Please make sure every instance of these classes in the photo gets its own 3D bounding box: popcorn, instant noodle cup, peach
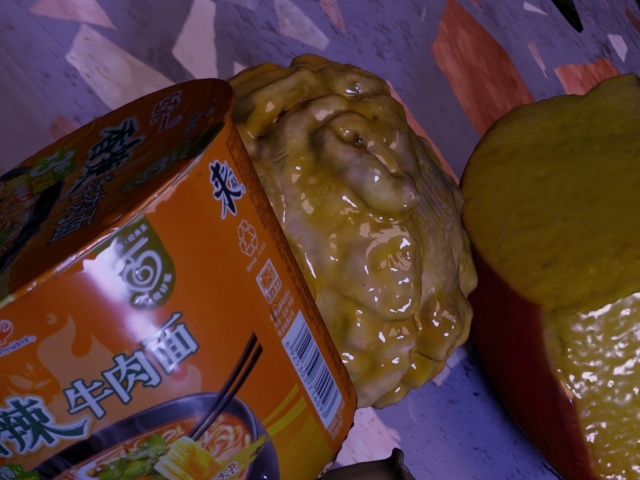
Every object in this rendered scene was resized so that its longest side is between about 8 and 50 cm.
[{"bbox_3d":[0.000,0.000,1.008,0.250,0.190,0.250,52,19,-25],"label":"popcorn"},{"bbox_3d":[-0.098,0.051,0.781,0.182,0.230,0.230,58,27,-21],"label":"instant noodle cup"},{"bbox_3d":[0.260,0.076,1.273,0.380,0.242,0.306,-110,173,-47],"label":"peach"}]

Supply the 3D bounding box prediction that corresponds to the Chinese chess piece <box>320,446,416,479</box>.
[{"bbox_3d":[0.074,0.271,0.776,0.338,0.140,0.338,56,1,-1],"label":"Chinese chess piece"}]
